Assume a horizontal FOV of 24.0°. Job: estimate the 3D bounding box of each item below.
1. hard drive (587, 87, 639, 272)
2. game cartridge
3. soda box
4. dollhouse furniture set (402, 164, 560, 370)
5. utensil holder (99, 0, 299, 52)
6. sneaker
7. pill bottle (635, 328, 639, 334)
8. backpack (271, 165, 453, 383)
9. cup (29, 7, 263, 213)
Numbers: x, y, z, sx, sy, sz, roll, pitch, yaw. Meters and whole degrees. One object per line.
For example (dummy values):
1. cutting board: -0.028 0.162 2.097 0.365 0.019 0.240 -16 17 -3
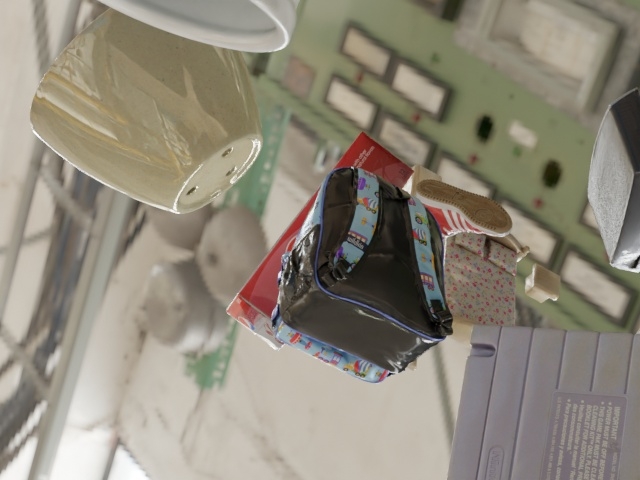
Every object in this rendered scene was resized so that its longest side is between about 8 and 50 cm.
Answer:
1. hard drive: 0.443 -0.081 2.187 0.054 0.255 0.172 -9 -123 -5
2. game cartridge: 0.246 0.266 1.588 0.230 0.355 0.068 4 159 21
3. soda box: 0.000 0.000 1.797 0.083 0.263 0.092 37 158 -1
4. dollhouse furniture set: 0.223 0.067 2.095 0.355 0.174 0.303 26 -131 -20
5. utensil holder: -0.125 -0.472 1.857 0.327 0.386 0.327 20 171 3
6. sneaker: 0.156 -0.018 1.643 0.118 0.067 0.042 27 -131 27
7. pill bottle: 0.481 0.192 1.955 0.162 0.162 0.278 16 -120 -6
8. backpack: 0.039 0.024 1.417 0.158 0.117 0.173 24 -135 -22
9. cup: -0.221 -0.179 2.201 0.237 0.331 0.331 49 -150 13
